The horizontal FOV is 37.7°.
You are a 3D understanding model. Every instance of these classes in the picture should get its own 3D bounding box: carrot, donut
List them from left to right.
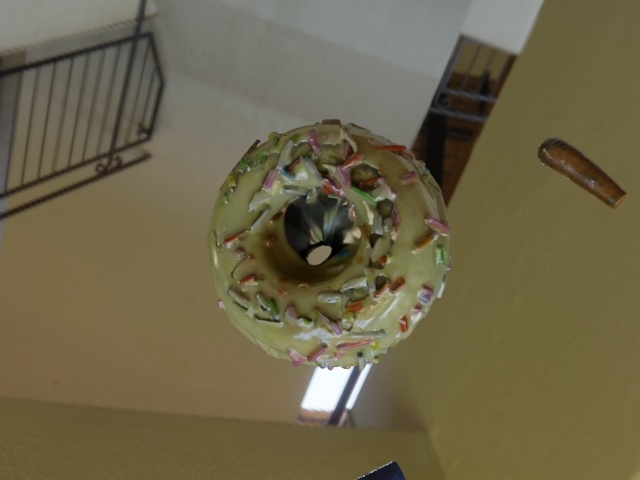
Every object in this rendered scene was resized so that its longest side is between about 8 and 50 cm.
[{"bbox_3d":[0.000,0.000,0.619,0.175,0.174,0.068,38,-178,23],"label":"donut"},{"bbox_3d":[0.248,-0.066,0.891,0.093,0.032,0.032,40,-141,18],"label":"carrot"}]

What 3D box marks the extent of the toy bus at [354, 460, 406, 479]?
[{"bbox_3d":[0.068,0.413,1.546,0.153,0.061,0.051,-17,-114,-32],"label":"toy bus"}]
